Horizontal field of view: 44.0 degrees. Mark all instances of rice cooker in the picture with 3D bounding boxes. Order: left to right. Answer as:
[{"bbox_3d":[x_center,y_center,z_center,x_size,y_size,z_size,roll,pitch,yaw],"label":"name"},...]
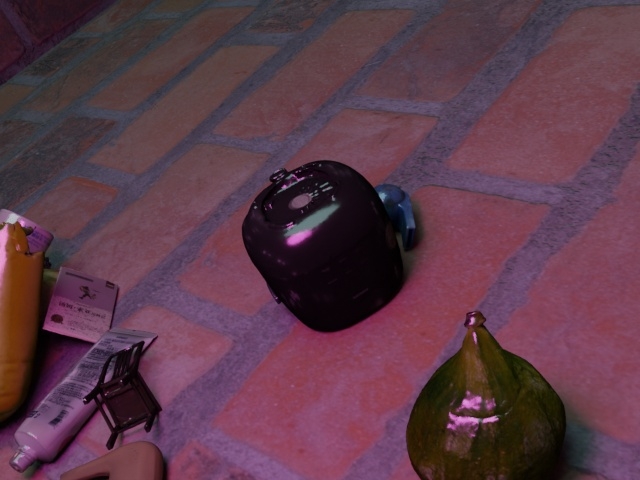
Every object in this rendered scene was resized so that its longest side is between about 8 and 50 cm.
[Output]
[{"bbox_3d":[0.000,0.000,1.347,0.267,0.224,0.267,-21,35,15],"label":"rice cooker"}]

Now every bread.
[{"bbox_3d":[-0.654,0.160,1.492,0.251,0.208,0.376,1,78,2],"label":"bread"}]

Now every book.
[{"bbox_3d":[-0.482,0.131,1.602,0.014,0.127,0.181,-59,22,31],"label":"book"}]

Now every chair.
[{"bbox_3d":[-0.329,0.258,1.360,0.084,0.101,0.212,-24,11,3],"label":"chair"}]

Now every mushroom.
[{"bbox_3d":[-0.589,0.125,1.664,0.148,0.112,0.148,-50,1,1],"label":"mushroom"}]

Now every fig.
[{"bbox_3d":[0.190,0.200,0.961,0.203,0.235,0.203,-14,36,10],"label":"fig"}]

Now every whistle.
[{"bbox_3d":[0.124,-0.052,1.455,0.090,0.090,0.158,-18,37,13],"label":"whistle"}]

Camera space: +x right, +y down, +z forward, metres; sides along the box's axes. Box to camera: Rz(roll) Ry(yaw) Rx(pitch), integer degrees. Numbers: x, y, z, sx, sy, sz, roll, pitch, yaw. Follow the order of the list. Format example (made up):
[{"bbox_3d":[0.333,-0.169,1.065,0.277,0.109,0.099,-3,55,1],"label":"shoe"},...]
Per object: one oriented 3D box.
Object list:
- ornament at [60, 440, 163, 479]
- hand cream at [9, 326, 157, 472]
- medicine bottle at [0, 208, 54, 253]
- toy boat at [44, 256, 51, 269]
[{"bbox_3d":[-0.275,0.396,1.162,0.245,0.061,0.230,-25,36,8],"label":"ornament"},{"bbox_3d":[-0.434,0.278,1.428,0.124,0.078,0.340,3,37,31],"label":"hand cream"},{"bbox_3d":[-0.713,0.108,1.695,0.130,0.130,0.341,12,71,42],"label":"medicine bottle"},{"bbox_3d":[-0.687,0.068,1.853,0.084,0.066,0.210,-12,16,-37],"label":"toy boat"}]
